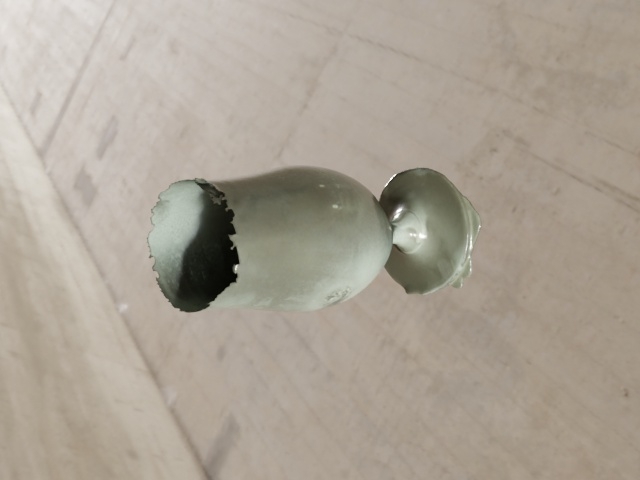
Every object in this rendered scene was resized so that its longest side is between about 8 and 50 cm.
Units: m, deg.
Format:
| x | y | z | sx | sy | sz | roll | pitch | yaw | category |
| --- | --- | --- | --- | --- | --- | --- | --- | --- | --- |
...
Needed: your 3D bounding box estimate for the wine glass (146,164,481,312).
| x | y | z | sx | sy | sz | roll | pitch | yaw | category |
| --- | --- | --- | --- | --- | --- | --- | --- | --- | --- |
| 0.000 | 0.000 | 0.631 | 0.103 | 0.222 | 0.103 | 6 | -82 | 48 | wine glass |
